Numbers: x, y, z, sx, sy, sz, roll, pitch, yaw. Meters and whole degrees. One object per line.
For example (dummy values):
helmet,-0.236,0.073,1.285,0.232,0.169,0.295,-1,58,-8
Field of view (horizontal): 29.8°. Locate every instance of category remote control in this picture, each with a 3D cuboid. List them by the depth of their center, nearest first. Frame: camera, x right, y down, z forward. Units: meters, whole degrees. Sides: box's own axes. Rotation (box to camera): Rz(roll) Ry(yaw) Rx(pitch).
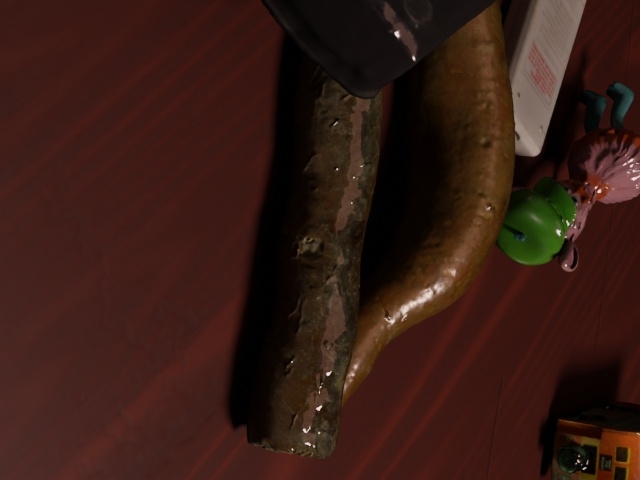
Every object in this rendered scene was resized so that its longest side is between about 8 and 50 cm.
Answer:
remote control,0.175,-0.168,0.957,0.087,0.029,0.190,39,65,-52

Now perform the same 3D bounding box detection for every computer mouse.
computer mouse,0.043,-0.197,0.684,0.269,0.100,0.170,-41,104,-43

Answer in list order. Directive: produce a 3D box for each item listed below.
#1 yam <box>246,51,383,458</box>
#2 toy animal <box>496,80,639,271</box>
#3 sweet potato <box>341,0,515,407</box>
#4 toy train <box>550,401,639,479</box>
yam,0.000,0.000,0.716,0.061,0.061,0.253,8,90,-56
toy animal,0.215,-0.047,1.009,0.208,0.100,0.103,-52,175,-40
sweet potato,0.074,-0.038,0.806,0.108,0.079,0.346,21,80,-26
toy train,0.286,0.199,1.140,0.188,0.099,0.072,0,98,-57
